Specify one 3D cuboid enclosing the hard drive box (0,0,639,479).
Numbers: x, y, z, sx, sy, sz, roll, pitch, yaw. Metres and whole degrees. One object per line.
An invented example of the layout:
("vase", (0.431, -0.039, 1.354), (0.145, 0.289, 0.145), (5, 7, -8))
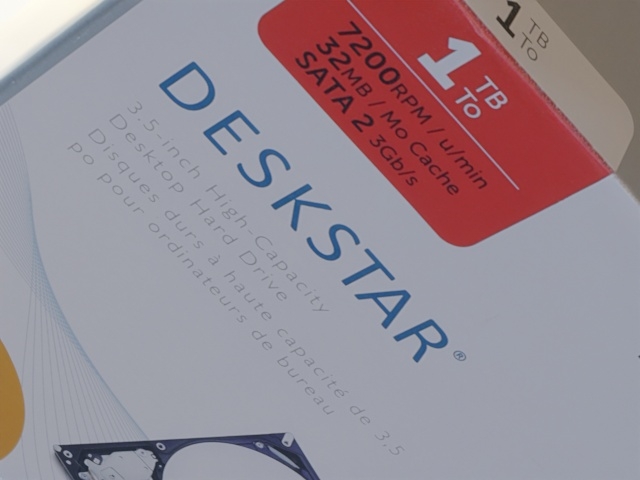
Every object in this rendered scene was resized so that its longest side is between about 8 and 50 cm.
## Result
("hard drive box", (0.000, 0.000, 0.487), (0.181, 0.232, 0.089), (46, -135, -15))
